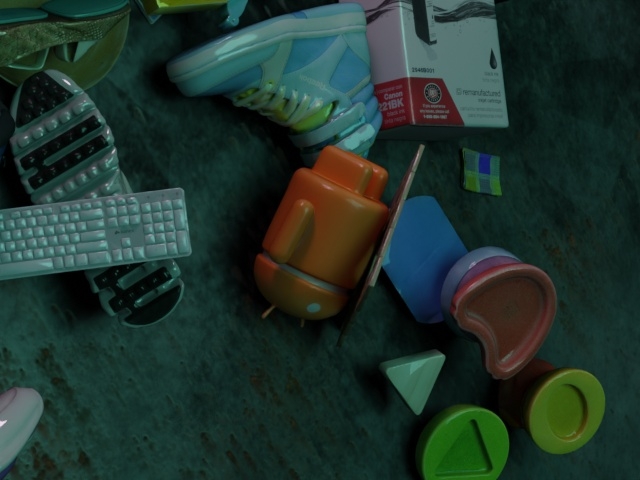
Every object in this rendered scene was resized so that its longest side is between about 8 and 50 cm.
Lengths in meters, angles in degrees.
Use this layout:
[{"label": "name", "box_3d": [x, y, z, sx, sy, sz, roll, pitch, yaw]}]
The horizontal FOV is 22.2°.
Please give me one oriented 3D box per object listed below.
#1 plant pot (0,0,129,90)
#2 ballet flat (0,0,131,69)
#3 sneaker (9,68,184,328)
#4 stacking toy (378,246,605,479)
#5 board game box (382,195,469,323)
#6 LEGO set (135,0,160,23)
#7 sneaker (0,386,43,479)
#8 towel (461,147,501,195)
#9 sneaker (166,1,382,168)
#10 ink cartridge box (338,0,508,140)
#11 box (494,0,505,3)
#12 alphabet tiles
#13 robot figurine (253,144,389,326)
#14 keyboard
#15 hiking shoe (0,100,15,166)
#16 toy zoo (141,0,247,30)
[{"label": "plant pot", "box_3d": [-0.311, -0.271, 1.777, 0.236, 0.032, 0.236, 9, 78, -44]}, {"label": "ballet flat", "box_3d": [-0.289, -0.219, 1.734, 0.206, 0.073, 0.067, -17, 122, -42]}, {"label": "sneaker", "box_3d": [-0.246, -0.045, 1.756, 0.110, 0.118, 0.292, -25, 99, -2]}, {"label": "stacking toy", "box_3d": [0.203, 0.175, 2.168, 0.279, 0.130, 0.309, -31, 117, -14]}, {"label": "board game box", "box_3d": [0.131, 0.028, 2.162, 0.133, 0.033, 0.168, -46, 112, -32]}, {"label": "LEGO set", "box_3d": [-0.162, -0.397, 1.928, 0.244, 0.060, 0.182, -49, 119, -36]}, {"label": "sneaker", "box_3d": [-0.400, 0.196, 1.532, 0.305, 0.114, 0.152, -29, 99, -31]}, {"label": "towel", "box_3d": [0.225, -0.095, 2.288, 0.083, 0.009, 0.060, 11, 75, -43]}, {"label": "sneaker", "box_3d": [-0.035, -0.164, 1.965, 0.319, 0.127, 0.208, -20, 96, -43]}, {"label": "ink cartridge box", "box_3d": [0.132, -0.275, 2.153, 0.197, 0.114, 0.273, -3, 84, -44]}, {"label": "box", "box_3d": [0.240, -0.413, 2.251, 0.093, 0.158, 0.156, -2, 85, -44]}, {"label": "alphabet tiles", "box_3d": [0.067, 0.017, 1.984, 0.009, 0.237, 0.198, 22, 63, -2]}, {"label": "robot figurine", "box_3d": [0.001, 0.000, 1.945, 0.128, 0.158, 0.219, 24, 95, -10]}, {"label": "keyboard", "box_3d": [-0.264, -0.003, 1.686, 0.256, 0.014, 0.072, -7, 83, -6]}, {"label": "hiking shoe", "box_3d": [-0.374, 0.003, 1.631, 0.132, 0.113, 0.304, 39, 68, -43]}, {"label": "toy zoo", "box_3d": [-0.163, -0.380, 1.887, 0.192, 0.030, 0.293, -26, 92, -38]}]
